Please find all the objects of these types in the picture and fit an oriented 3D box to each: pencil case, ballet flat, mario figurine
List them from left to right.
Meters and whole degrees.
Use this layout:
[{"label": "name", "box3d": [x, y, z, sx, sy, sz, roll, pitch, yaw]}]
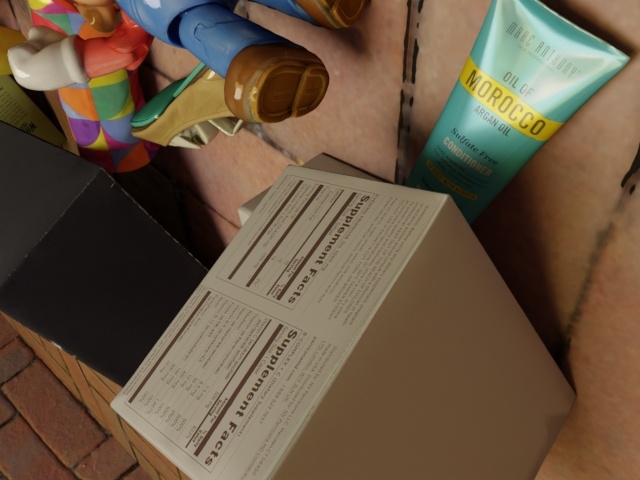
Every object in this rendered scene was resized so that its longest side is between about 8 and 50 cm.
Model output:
[{"label": "pencil case", "box3d": [-0.235, -0.185, 0.727, 0.104, 0.104, 0.236, 35, 144, 28]}, {"label": "mario figurine", "box3d": [-0.138, -0.198, 0.488, 0.320, 0.198, 0.170, 29, 155, 28]}, {"label": "ballet flat", "box3d": [-0.117, -0.121, 0.650, 0.073, 0.080, 0.232, 46, 155, -20]}]

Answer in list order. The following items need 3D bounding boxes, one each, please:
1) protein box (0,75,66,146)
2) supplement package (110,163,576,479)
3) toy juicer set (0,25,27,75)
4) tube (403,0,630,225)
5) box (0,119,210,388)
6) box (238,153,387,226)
[{"label": "protein box", "box3d": [-0.540, -0.167, 1.012, 0.136, 0.200, 0.201, 23, 156, 41]}, {"label": "supplement package", "box3d": [0.037, 0.112, 0.477, 0.145, 0.204, 0.262, 17, 156, 45]}, {"label": "toy juicer set", "box3d": [-0.496, -0.332, 0.851, 0.328, 0.089, 0.209, 20, 110, 28]}, {"label": "tube", "box3d": [0.102, -0.063, 0.440, 0.080, 0.052, 0.207, 35, 143, 7]}, {"label": "box", "box3d": [-0.319, 0.028, 0.886, 0.343, 0.179, 0.312, 22, 159, 42]}, {"label": "box", "box3d": [0.000, 0.000, 0.585, 0.087, 0.101, 0.102, 29, 143, 35]}]
